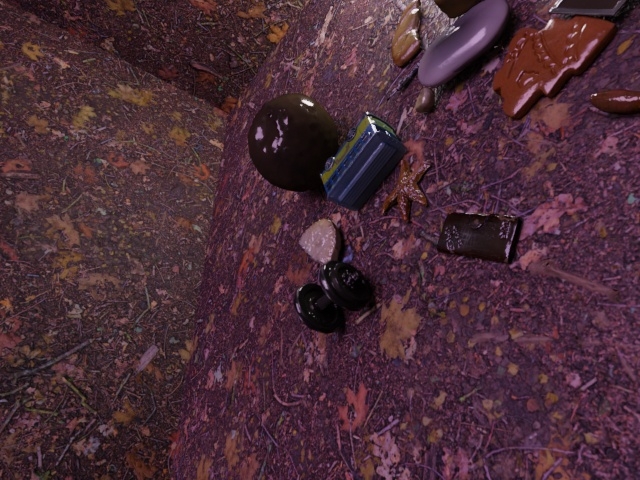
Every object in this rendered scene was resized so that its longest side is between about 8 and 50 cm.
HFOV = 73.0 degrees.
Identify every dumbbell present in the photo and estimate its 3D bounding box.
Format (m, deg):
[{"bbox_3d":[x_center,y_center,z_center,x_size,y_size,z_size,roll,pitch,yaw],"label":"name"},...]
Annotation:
[{"bbox_3d":[0.035,0.185,1.415,0.290,0.192,0.192,-46,36,34],"label":"dumbbell"}]

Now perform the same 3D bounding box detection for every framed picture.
[{"bbox_3d":[0.697,-0.637,1.013,0.252,0.014,0.197,-52,32,12],"label":"framed picture"}]

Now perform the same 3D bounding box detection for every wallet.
[{"bbox_3d":[0.398,-0.015,1.109,0.232,0.031,0.121,11,82,61],"label":"wallet"}]

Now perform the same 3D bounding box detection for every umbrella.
[{"bbox_3d":[0.342,-0.625,1.608,0.269,0.044,0.044,-43,0,26],"label":"umbrella"}]

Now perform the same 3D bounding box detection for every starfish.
[{"bbox_3d":[0.274,-0.159,1.402,0.240,0.043,0.227,-48,34,36],"label":"starfish"}]

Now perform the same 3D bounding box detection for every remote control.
[{"bbox_3d":[0.440,-0.616,1.359,0.332,0.103,0.221,-31,39,47],"label":"remote control"}]

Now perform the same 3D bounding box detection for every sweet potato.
[{"bbox_3d":[0.646,-0.272,0.857,0.214,0.050,0.050,36,102,56],"label":"sweet potato"}]

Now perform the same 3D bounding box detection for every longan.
[{"bbox_3d":[-0.119,-0.432,1.884,0.404,0.404,0.436,-57,28,20],"label":"longan"}]

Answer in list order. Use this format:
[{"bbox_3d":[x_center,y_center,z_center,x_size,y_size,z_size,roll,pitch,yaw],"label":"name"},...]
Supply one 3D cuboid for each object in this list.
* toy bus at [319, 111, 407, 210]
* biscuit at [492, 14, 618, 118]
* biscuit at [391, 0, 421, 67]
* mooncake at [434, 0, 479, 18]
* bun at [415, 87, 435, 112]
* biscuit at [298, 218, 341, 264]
[{"bbox_3d":[0.148,-0.284,1.579,0.312,0.152,0.190,-51,33,28],"label":"toy bus"},{"bbox_3d":[0.577,-0.466,1.097,0.306,0.043,0.283,-16,58,55],"label":"biscuit"},{"bbox_3d":[0.341,-0.818,1.719,0.154,0.045,0.299,-29,47,50],"label":"biscuit"},{"bbox_3d":[0.479,-0.827,1.399,0.235,0.117,0.234,-43,26,27],"label":"mooncake"},{"bbox_3d":[0.356,-0.468,1.451,0.086,0.055,0.086,-164,90,-84],"label":"bun"},{"bbox_3d":[0.000,0.000,1.702,0.281,0.084,0.179,27,95,61],"label":"biscuit"}]
